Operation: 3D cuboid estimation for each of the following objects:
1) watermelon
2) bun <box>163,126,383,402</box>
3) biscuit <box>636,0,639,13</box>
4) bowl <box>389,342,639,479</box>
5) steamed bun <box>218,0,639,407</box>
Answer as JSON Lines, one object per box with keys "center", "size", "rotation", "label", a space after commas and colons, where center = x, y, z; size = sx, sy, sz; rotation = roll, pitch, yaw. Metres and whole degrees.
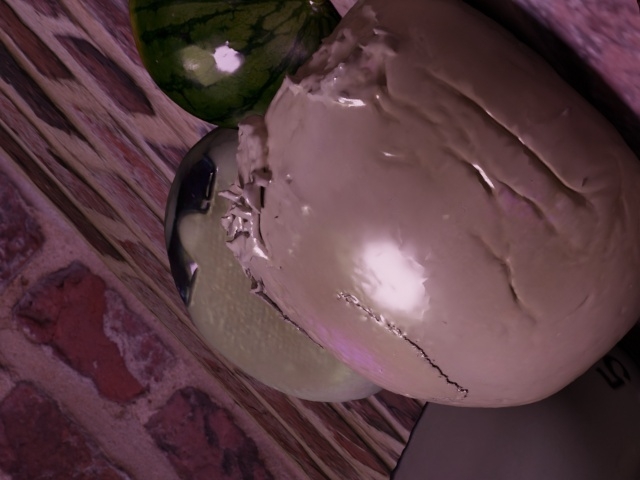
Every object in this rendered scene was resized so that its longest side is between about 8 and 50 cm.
{"center": [-0.081, -0.170, 1.507], "size": [0.232, 0.127, 0.204], "rotation": [15, 146, 52], "label": "watermelon"}
{"center": [0.000, 0.000, 1.689], "size": [0.293, 0.187, 0.293], "rotation": [26, 136, 29], "label": "bun"}
{"center": [0.250, -0.072, 0.985], "size": [0.106, 0.070, 0.252], "rotation": [31, 162, 39], "label": "biscuit"}
{"center": [0.194, 0.232, 1.548], "size": [0.185, 0.354, 0.354], "rotation": [23, 160, 22], "label": "bowl"}
{"center": [0.081, -0.006, 1.317], "size": [0.312, 0.233, 0.334], "rotation": [41, 168, 12], "label": "steamed bun"}
